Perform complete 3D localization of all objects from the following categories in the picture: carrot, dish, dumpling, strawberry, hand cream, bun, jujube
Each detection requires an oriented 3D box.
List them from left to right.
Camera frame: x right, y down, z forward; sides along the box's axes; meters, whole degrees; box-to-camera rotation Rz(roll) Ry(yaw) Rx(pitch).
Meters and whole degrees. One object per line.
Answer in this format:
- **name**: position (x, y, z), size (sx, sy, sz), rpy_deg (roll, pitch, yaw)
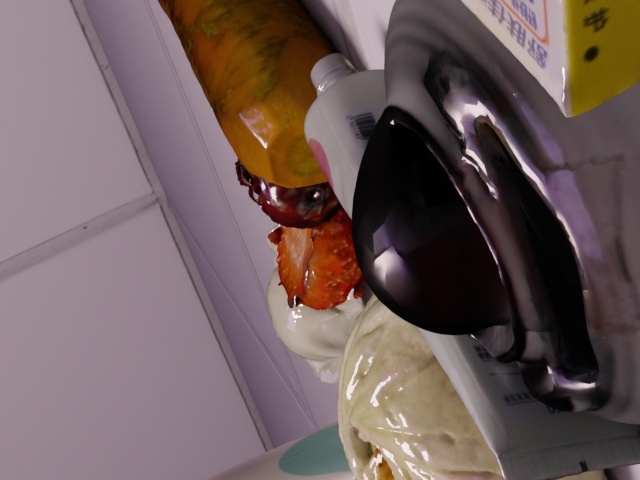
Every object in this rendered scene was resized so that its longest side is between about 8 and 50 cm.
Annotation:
- **carrot**: position (-0.063, -0.171, 1.110), size (0.114, 0.114, 0.302), rpy_deg (77, 168, -53)
- **jujube**: position (-0.021, -0.071, 1.204), size (0.166, 0.104, 0.104), rpy_deg (-111, 0, -59)
- **strawberry**: position (0.000, 0.000, 1.339), size (0.188, 0.082, 0.121), rpy_deg (-129, 43, -71)
- **dumpling**: position (0.005, 0.058, 1.438), size (0.134, 0.100, 0.169), rpy_deg (-37, 48, 48)
- **hand cream**: position (0.077, 0.007, 0.844), size (0.078, 0.124, 0.341), rpy_deg (-55, 50, 36)
- **bun**: position (0.096, 0.142, 0.958), size (0.244, 0.153, 0.244), rpy_deg (156, 90, -85)
- **dish**: position (0.082, -0.011, 0.673), size (0.273, 0.133, 0.273), rpy_deg (59, 169, 18)

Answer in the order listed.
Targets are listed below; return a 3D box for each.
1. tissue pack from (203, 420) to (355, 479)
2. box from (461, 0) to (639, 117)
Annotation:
- **tissue pack**: position (-0.033, 0.363, 1.620), size (0.266, 0.356, 0.194), rpy_deg (-164, 52, -78)
- **box**: position (0.052, -0.188, 0.459), size (0.265, 0.097, 0.168), rpy_deg (56, 168, 43)
